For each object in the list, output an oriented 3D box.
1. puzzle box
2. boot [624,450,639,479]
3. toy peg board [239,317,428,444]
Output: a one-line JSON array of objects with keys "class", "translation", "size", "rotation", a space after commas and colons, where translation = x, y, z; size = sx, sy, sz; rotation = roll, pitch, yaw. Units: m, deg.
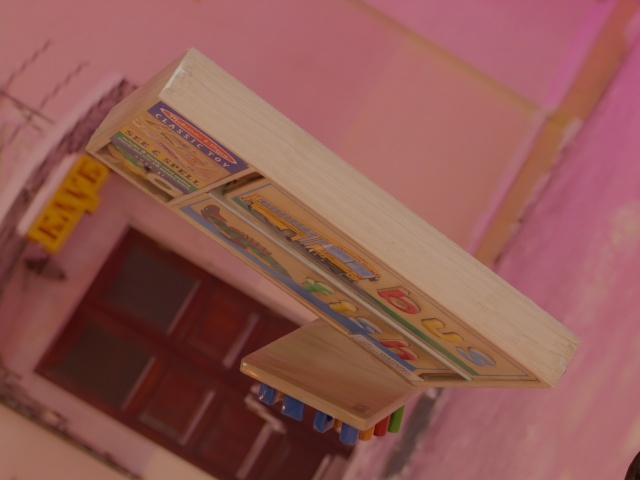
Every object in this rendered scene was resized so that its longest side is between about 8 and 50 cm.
[{"class": "puzzle box", "translation": [0.000, 0.000, 1.201], "size": [0.052, 0.409, 0.272], "rotation": [-58, 15, -17]}, {"class": "boot", "translation": [0.240, 0.124, 0.773], "size": [0.082, 0.106, 0.219], "rotation": [-125, 37, -55]}, {"class": "toy peg board", "translation": [0.017, 0.170, 1.507], "size": [0.160, 0.161, 0.079], "rotation": [-25, -49, -54]}]
